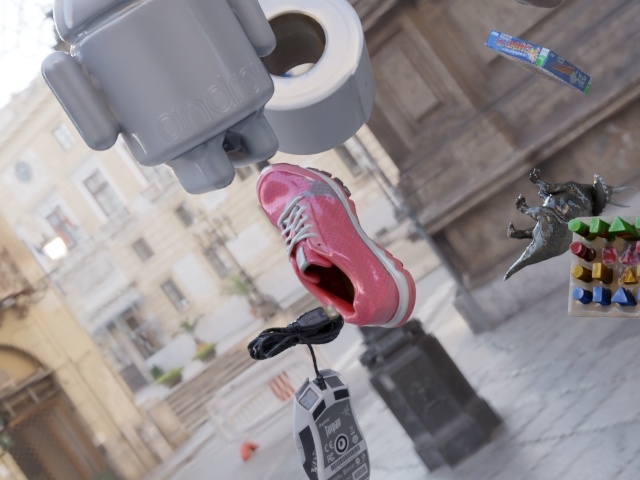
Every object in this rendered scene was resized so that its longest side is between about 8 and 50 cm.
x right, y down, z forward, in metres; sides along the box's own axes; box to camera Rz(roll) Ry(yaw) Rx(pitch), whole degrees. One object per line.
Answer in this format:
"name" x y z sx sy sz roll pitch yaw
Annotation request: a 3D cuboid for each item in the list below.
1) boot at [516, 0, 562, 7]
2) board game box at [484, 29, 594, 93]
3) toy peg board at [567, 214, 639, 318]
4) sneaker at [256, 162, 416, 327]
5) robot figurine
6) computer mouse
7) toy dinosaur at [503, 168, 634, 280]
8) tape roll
"boot" 0.227 -0.287 1.136 0.087 0.118 0.042 -91 23 -69
"board game box" 0.418 -0.338 1.923 0.201 0.136 0.035 12 -75 -53
"toy peg board" 0.448 0.034 1.544 0.161 0.160 0.079 -2 -14 38
"sneaker" 0.001 0.000 1.427 0.136 0.314 0.116 -9 -40 -54
"robot figurine" -0.191 -0.232 1.245 0.300 0.353 0.200 -37 14 -29
"computer mouse" -0.005 0.158 0.933 0.042 0.193 0.106 0 18 43
"toy dinosaur" 0.472 -0.044 2.018 0.313 0.160 0.121 -47 -39 -20
"tape roll" -0.036 -0.290 1.722 0.246 0.246 0.169 -35 -24 -4
